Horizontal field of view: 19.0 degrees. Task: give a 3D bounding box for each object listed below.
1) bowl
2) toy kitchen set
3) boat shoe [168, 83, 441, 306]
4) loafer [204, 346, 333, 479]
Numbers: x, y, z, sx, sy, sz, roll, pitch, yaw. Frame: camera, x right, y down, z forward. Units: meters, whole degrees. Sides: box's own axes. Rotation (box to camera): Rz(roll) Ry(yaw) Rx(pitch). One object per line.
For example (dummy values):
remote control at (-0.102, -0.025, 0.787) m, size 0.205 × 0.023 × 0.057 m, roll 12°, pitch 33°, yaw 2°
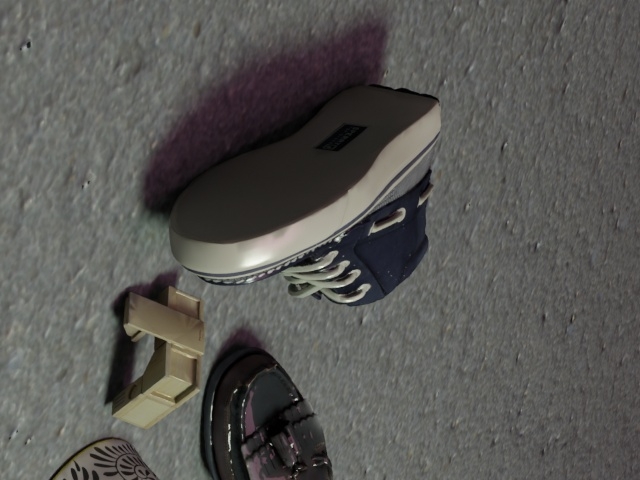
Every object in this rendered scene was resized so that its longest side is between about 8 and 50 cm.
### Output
bowl at (-0.157, 0.246, 1.476) m, size 0.170 × 0.080 × 0.170 m, roll -44°, pitch 146°, yaw -41°
toy kitchen set at (-0.137, 0.083, 1.457) m, size 0.068 × 0.075 × 0.083 m, roll 25°, pitch 46°, yaw -29°
boat shoe at (0.000, 0.000, 1.532) m, size 0.340 × 0.127 × 0.158 m, roll -35°, pitch 131°, yaw -50°
loafer at (-0.020, 0.230, 1.651) m, size 0.109 × 0.095 × 0.302 m, roll -31°, pitch 126°, yaw -32°
